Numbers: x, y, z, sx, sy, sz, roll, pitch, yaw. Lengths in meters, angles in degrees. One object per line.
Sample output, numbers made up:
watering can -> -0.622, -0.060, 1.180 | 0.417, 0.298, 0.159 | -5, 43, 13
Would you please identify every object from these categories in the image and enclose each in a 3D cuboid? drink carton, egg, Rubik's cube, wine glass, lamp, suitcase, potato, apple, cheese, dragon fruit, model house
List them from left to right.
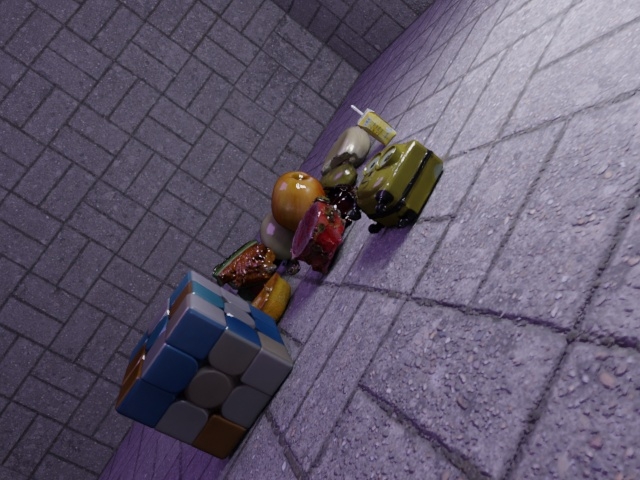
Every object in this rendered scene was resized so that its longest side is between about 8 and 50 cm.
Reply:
Rubik's cube -> -0.336, 0.349, 1.327 | 0.344, 0.347, 0.346 | -55, 21, 3
wine glass -> -0.359, 0.318, 1.949 | 0.264, 0.096, 0.309 | -88, 22, -69
lamp -> -0.290, 0.213, 2.020 | 0.182, 0.140, 0.182 | -61, -5, -10
egg -> -0.175, -0.028, 1.990 | 0.188, 0.189, 0.253 | -49, 45, 26
apple -> -0.086, -0.167, 1.840 | 0.242, 0.242, 0.241 | -71, -10, -48
dragon fruit -> 0.000, 0.000, 1.493 | 0.211, 0.147, 0.282 | 2, 72, 70
potato -> 0.073, -0.239, 1.876 | 0.251, 0.113, 0.149 | -20, 29, 53
model house -> 0.078, -0.129, 1.631 | 0.164, 0.141, 0.203 | -39, 30, -17
cheese -> 0.115, -0.387, 2.033 | 0.266, 0.127, 0.233 | -37, 23, 56
drink carton -> 0.200, -0.459, 1.756 | 0.084, 0.200, 0.074 | -50, 17, 26
suitcase -> 0.190, -0.146, 1.179 | 0.234, 0.143, 0.194 | -59, 14, -14

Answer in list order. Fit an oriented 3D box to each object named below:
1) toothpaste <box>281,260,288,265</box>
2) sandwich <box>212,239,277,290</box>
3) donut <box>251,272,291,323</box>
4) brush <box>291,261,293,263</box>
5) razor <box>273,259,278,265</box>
toothpaste -> -0.122, 0.023, 2.078 | 0.216, 0.037, 0.062 | -62, 17, -11
sandwich -> -0.277, 0.118, 1.869 | 0.250, 0.162, 0.301 | -47, 26, -27
donut -> -0.206, 0.239, 1.691 | 0.253, 0.118, 0.253 | -52, 15, 20
brush -> -0.052, 0.014, 1.873 | 0.266, 0.027, 0.062 | -47, 2, 34
razor -> -0.222, 0.028, 2.254 | 0.326, 0.107, 0.189 | -56, 15, -2
